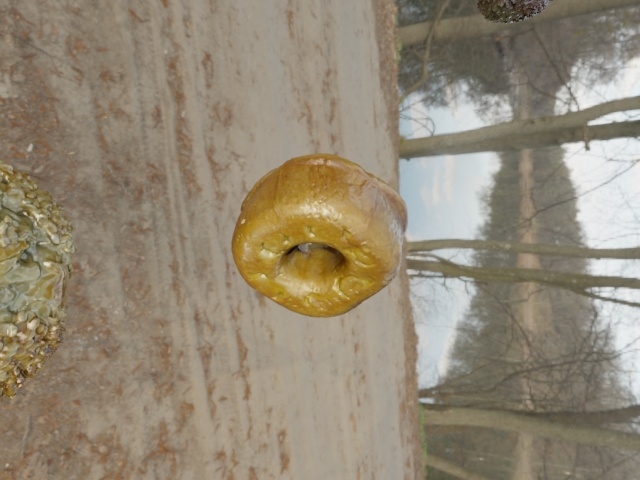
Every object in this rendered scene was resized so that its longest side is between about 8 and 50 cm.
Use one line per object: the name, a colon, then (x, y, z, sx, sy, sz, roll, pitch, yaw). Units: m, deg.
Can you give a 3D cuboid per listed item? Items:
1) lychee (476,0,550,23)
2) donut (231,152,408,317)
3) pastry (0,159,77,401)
lychee: (0.189, -0.244, 0.460, 0.068, 0.083, 0.067, -40, 98, -27)
donut: (-0.002, 0.000, 0.614, 0.114, 0.226, 0.227, -82, 155, -44)
pastry: (-0.404, 0.036, 0.569, 0.255, 0.161, 0.311, 48, 35, -61)
